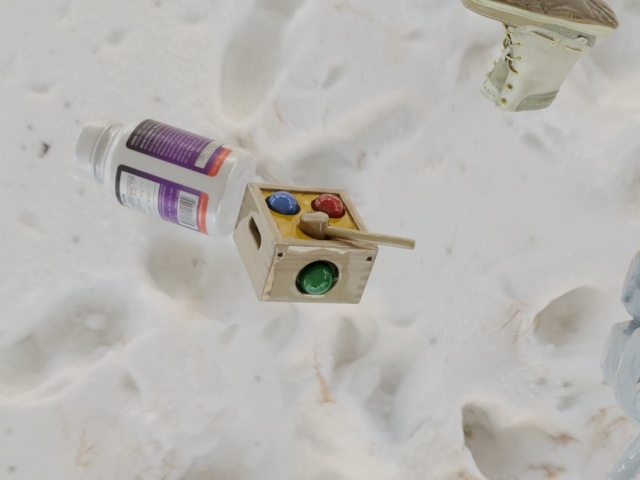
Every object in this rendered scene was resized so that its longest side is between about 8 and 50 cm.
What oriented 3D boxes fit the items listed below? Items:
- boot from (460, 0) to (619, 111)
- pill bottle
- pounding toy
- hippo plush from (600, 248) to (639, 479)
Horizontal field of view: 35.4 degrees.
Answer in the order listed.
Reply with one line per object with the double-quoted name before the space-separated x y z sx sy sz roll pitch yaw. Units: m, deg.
"boot" 0.235 -0.237 1.225 0.213 0.165 0.077 7 50 -25
"pill bottle" -0.183 -0.081 1.166 0.194 0.108 0.108 19 84 12
"pounding toy" 0.000 0.000 1.000 0.130 0.141 0.100 3 124 -23
"hippo plush" 0.395 0.100 0.896 0.237 0.294 0.234 16 110 9
